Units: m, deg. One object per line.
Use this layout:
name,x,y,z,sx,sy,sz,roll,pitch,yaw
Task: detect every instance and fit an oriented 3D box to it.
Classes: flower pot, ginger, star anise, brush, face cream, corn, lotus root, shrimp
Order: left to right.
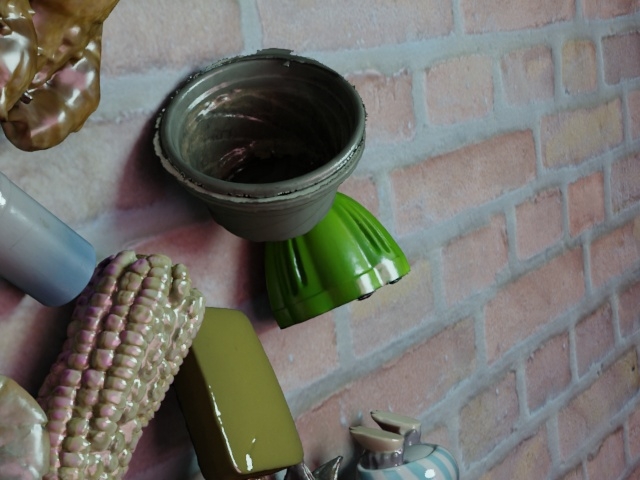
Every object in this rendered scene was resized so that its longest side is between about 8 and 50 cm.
shrimp,-0.334,0.245,0.904,0.178,0.075,0.289,22,77,-23
face cream,-0.305,-0.030,0.956,0.250,0.077,0.077,44,56,-45
ginger,-0.278,-0.217,0.900,0.357,0.152,0.274,-2,105,-71
corn,-0.223,0.161,1.051,0.126,0.127,0.335,48,58,-44
brush,-0.102,0.170,1.197,0.123,0.059,0.197,6,54,-52
flower pot,-0.061,-0.089,1.216,0.140,0.235,0.235,89,26,-50
star anise,-0.023,0.346,1.379,0.204,0.061,0.180,22,78,-54
lotus root,0.000,0.000,1.337,0.186,0.186,0.186,-2,92,-55

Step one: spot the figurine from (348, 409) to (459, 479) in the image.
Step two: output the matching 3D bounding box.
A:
figurine,0.223,0.432,1.430,0.266,0.378,0.361,-15,108,-74

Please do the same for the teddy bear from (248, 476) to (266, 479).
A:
teddy bear,-0.104,0.388,1.112,0.296,0.222,0.246,-22,127,-46
